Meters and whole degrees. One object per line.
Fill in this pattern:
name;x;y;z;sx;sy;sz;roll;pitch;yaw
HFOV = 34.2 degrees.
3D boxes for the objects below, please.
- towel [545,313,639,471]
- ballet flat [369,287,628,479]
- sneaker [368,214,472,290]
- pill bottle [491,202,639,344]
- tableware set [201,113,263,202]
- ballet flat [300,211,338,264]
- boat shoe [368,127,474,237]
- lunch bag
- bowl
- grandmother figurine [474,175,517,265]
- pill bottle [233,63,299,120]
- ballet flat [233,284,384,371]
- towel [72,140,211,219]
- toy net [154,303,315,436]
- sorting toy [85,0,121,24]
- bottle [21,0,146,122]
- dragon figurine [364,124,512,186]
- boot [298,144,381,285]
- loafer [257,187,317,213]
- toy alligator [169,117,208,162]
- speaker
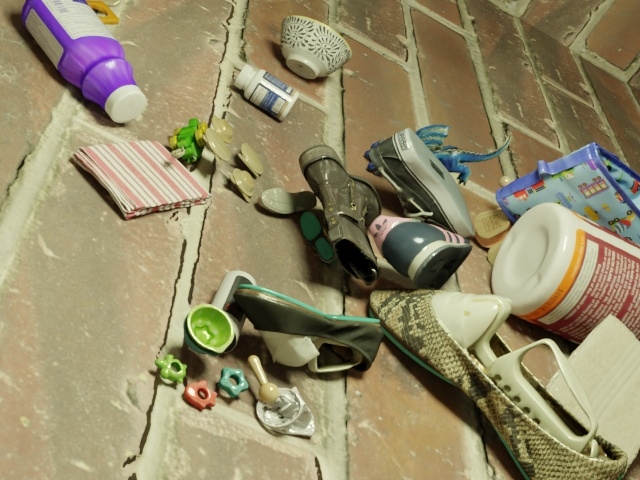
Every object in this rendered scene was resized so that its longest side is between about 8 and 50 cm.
towel;0.492;0.268;1.775;0.187;0.049;0.282;45;54;9
ballet flat;0.287;0.200;1.618;0.483;0.182;0.164;47;32;20
sneaker;0.174;0.008;1.787;0.131;0.112;0.319;40;5;16
pill bottle;0.545;0.102;1.987;0.392;0.224;0.224;25;31;-19
tableware set;-0.150;-0.149;1.792;0.141;0.020;0.168;52;19;-19
ballet flat;0.000;0.000;1.767;0.041;0.041;0.114;8;40;-40
boat shoe;0.197;-0.093;2.019;0.306;0.105;0.113;42;31;-46
lunch bag;0.501;-0.072;2.041;0.293;0.221;0.138;32;46;-40
bowl;-0.025;-0.402;2.249;0.170;0.080;0.170;24;-15;7
grandmother figurine;0.430;-0.040;2.211;0.342;0.104;0.207;-16;91;-59
pill bottle;-0.107;-0.293;2.044;0.120;0.067;0.067;33;29;-5
ballet flat;-0.012;0.136;1.476;0.280;0.096;0.095;18;-12;-41
towel;-0.276;-0.099;1.629;0.144;0.029;0.197;46;28;17
toy net;-0.097;0.188;1.358;0.232;0.045;0.122;37;42;-8
sorting toy;-0.496;-0.499;1.967;0.196;0.047;0.347;0;44;-40
bottle;-0.392;-0.313;1.750;0.118;0.092;0.283;-8;51;-50
dragon figurine;0.233;-0.173;2.090;0.144;0.289;0.085;47;37;-46
boot;0.052;-0.019;1.755;0.263;0.091;0.229;40;25;-51
loafer;-0.062;-0.064;1.797;0.125;0.039;0.045;-1;79;-43
toy alligator;-0.218;-0.153;1.736;0.189;0.056;0.051;-85;159;-65
speaker;-0.129;0.099;1.462;0.055;0.055;0.136;31;30;-7
